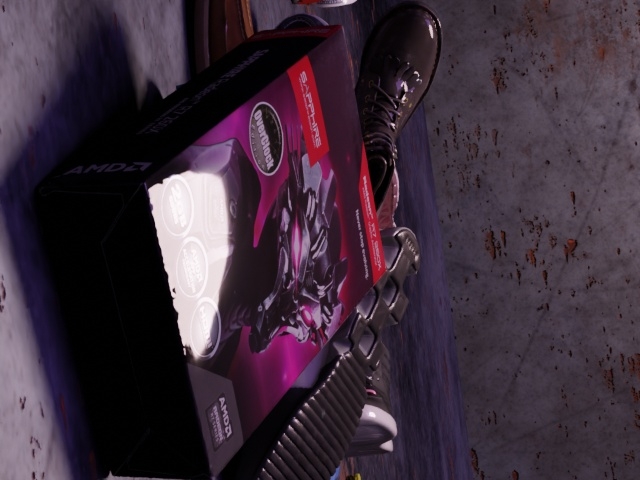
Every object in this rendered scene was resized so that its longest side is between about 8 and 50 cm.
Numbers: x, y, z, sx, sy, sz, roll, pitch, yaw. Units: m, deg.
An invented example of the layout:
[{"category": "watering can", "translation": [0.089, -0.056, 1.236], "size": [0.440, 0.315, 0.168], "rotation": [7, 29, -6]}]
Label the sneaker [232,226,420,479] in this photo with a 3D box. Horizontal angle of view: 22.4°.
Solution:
[{"category": "sneaker", "translation": [-0.030, 0.122, 1.579], "size": [0.330, 0.146, 0.122], "rotation": [-63, 149, -27]}]

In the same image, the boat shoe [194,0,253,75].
[{"category": "boat shoe", "translation": [-0.059, -0.120, 1.585], "size": [0.111, 0.104, 0.307], "rotation": [18, 65, -79]}]

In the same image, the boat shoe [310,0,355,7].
[{"category": "boat shoe", "translation": [0.035, -0.410, 2.370], "size": [0.258, 0.095, 0.084], "rotation": [-75, 160, -68]}]

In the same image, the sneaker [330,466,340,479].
[{"category": "sneaker", "translation": [-0.028, 0.197, 1.703], "size": [0.082, 0.069, 0.209], "rotation": [-33, 131, -43]}]

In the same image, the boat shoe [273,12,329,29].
[{"category": "boat shoe", "translation": [-0.037, -0.163, 1.778], "size": [0.102, 0.108, 0.301], "rotation": [75, 20, -47]}]

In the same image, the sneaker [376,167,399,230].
[{"category": "sneaker", "translation": [0.059, -0.001, 2.199], "size": [0.281, 0.106, 0.163], "rotation": [70, 19, -55]}]

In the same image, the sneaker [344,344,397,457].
[{"category": "sneaker", "translation": [0.035, 0.179, 1.949], "size": [0.296, 0.104, 0.147], "rotation": [66, 16, -77]}]

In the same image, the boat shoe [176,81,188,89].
[{"category": "boat shoe", "translation": [-0.084, -0.016, 1.452], "size": [0.258, 0.109, 0.089], "rotation": [59, 27, -26]}]

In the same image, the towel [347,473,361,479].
[{"category": "towel", "translation": [0.042, 0.411, 2.050], "size": [0.237, 0.021, 0.102], "rotation": [-84, 169, -56]}]

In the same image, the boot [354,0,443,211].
[{"category": "boot", "translation": [0.069, -0.124, 1.790], "size": [0.229, 0.091, 0.263], "rotation": [-86, -162, -70]}]

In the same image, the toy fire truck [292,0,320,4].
[{"category": "toy fire truck", "translation": [-0.034, -0.395, 2.101], "size": [0.192, 0.047, 0.135], "rotation": [38, 45, -77]}]

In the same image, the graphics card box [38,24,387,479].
[{"category": "graphics card box", "translation": [-0.065, -0.006, 1.248], "size": [0.371, 0.094, 0.233], "rotation": [-44, 129, -57]}]
